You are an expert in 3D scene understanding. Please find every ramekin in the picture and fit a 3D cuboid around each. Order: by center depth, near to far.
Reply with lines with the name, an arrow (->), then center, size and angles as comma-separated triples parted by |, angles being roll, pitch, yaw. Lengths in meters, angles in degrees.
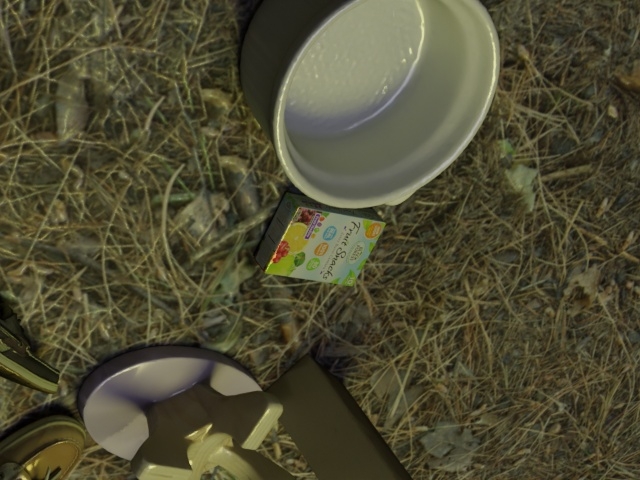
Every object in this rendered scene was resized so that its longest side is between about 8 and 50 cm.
ramekin -> 0.047, -0.187, 1.420 | 0.277, 0.135, 0.277 | -17, 132, -20

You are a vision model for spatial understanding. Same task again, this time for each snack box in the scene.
snack box -> 0.000, 0.000, 1.604 | 0.141, 0.037, 0.100 | 10, 119, -38

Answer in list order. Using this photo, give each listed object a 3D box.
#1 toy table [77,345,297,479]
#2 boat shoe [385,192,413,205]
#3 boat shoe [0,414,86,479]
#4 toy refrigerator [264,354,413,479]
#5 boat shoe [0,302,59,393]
toy table -> -0.157, 0.253, 1.618 | 0.274, 0.161, 0.252 | 5, 121, -36
boat shoe -> 0.122, -0.124, 1.574 | 0.184, 0.066, 0.063 | -42, 137, 16
boat shoe -> -0.388, 0.333, 1.580 | 0.285, 0.089, 0.104 | -46, 134, 6
toy refrigerator -> 0.033, 0.280, 1.680 | 0.094, 0.269, 0.102 | -42, 136, 3
boat shoe -> -0.363, 0.103, 1.428 | 0.223, 0.080, 0.073 | 39, 67, -45
